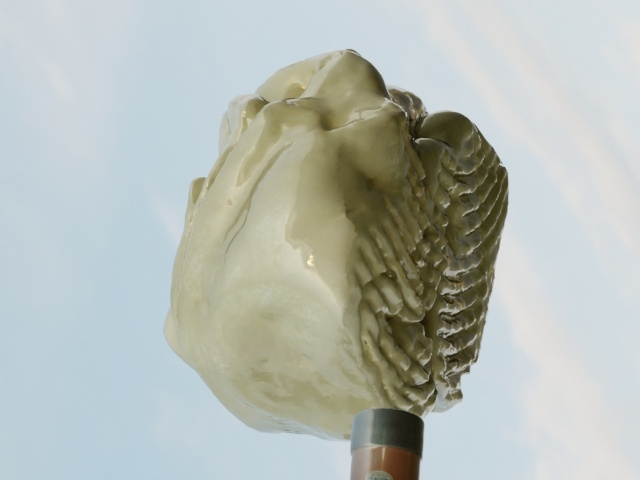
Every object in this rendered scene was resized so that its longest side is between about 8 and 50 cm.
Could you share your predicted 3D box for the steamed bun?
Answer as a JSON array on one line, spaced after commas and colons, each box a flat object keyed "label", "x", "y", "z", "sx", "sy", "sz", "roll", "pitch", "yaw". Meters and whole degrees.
[{"label": "steamed bun", "x": 0.001, "y": 0.002, "z": 1.333, "sx": 0.276, "sy": 0.203, "sz": 0.289, "roll": 69, "pitch": -149, "yaw": -43}]

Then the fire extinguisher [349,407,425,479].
[{"label": "fire extinguisher", "x": 0.020, "y": 0.091, "z": 0.541, "sx": 0.028, "sy": 0.022, "sz": 0.083, "roll": 9, "pitch": -116, "yaw": -8}]
